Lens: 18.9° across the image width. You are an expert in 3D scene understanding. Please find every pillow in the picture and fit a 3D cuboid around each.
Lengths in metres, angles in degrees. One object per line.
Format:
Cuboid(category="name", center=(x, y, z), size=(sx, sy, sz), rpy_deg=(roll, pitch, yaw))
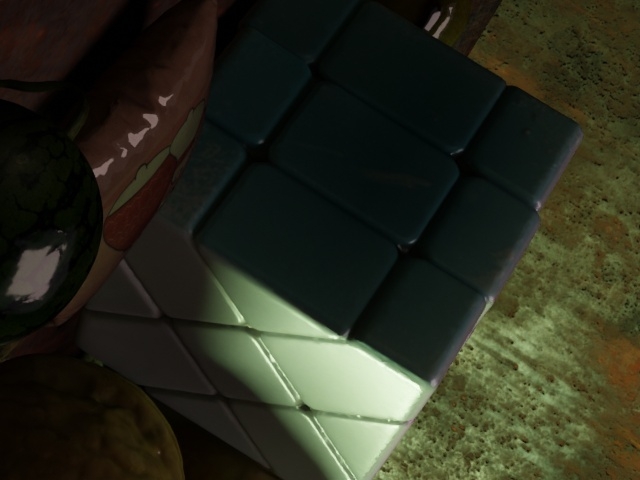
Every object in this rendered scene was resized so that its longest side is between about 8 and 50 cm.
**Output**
Cuboid(category="pillow", center=(-0.153, -0.061, 1.433), size=(0.236, 0.084, 0.223), rpy_deg=(-57, 173, -26))

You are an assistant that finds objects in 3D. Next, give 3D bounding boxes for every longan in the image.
Cuboid(category="longan", center=(0.080, -0.256, 2.015), size=(0.155, 0.176, 0.145), rpy_deg=(-35, 128, -5))

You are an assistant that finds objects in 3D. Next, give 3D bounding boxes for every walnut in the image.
Cuboid(category="walnut", center=(-0.222, 0.206, 1.601), size=(0.228, 0.228, 0.228), rpy_deg=(-55, 173, -10))

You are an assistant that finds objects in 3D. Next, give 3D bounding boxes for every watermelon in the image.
Cuboid(category="watermelon", center=(-0.188, -0.025, 1.123), size=(0.187, 0.141, 0.140), rpy_deg=(-52, 172, -24))

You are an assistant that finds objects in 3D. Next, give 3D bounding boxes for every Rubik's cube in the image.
Cuboid(category="Rubik's cube", center=(0.000, 0.000, 1.746), size=(0.316, 0.322, 0.318), rpy_deg=(-54, 175, -30))

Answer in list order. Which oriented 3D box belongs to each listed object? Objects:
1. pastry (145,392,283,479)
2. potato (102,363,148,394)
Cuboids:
Cuboid(category="pastry", center=(-0.182, 0.345, 1.885), size=(0.388, 0.389, 0.312), rpy_deg=(-52, 144, -34))
Cuboid(category="potato", center=(-0.146, 0.114, 2.039), size=(0.186, 0.148, 0.253), rpy_deg=(-51, 172, -21))
